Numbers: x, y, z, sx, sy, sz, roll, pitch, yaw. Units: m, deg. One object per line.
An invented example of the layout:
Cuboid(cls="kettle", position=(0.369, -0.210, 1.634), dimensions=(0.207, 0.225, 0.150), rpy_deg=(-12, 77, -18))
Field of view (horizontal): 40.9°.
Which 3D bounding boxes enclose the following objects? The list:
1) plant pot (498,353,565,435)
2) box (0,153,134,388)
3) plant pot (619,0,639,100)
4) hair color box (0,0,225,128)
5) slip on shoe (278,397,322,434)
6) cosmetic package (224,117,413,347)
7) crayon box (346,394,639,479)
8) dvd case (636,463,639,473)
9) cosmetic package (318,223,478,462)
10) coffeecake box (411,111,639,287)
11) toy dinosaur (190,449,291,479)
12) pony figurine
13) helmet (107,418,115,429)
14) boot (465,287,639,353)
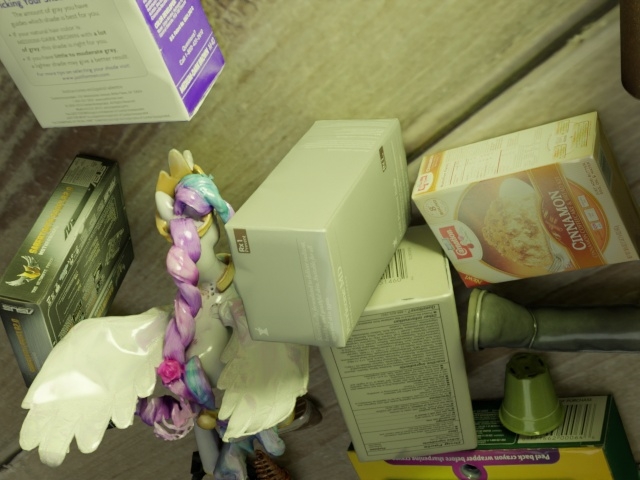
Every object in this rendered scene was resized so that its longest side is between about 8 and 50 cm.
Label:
Cuboid(cls="plant pot", position=(0.262, 0.188, 1.082), dimensions=(0.083, 0.083, 0.079), rpy_deg=(0, 123, 23))
Cuboid(cls="box", position=(-0.298, 0.039, 1.030), dimensions=(0.056, 0.231, 0.183), rpy_deg=(11, 139, 6))
Cuboid(cls="plant pot", position=(0.286, -0.231, 0.546), dimensions=(0.215, 0.215, 0.230), rpy_deg=(-6, 118, 27))
Cuboid(cls="hair color box", position=(-0.238, -0.267, 0.774), dimensions=(0.185, 0.110, 0.339), rpy_deg=(1, 137, 23))
Cuboid(cls="slip on shoe", position=(-0.055, 0.279, 1.327), dimensions=(0.135, 0.051, 0.041), rpy_deg=(-28, 131, 34))
Cuboid(cls="cosmetic package", position=(0.008, -0.016, 0.826), dimensions=(0.107, 0.238, 0.127), rpy_deg=(1, 122, 20))
Cuboid(cls="crayon box", position=(0.263, 0.373, 1.209), dimensions=(0.362, 0.106, 0.313), rpy_deg=(-9, 119, 31))
Cuboid(cls="dvd case", position=(0.389, 0.336, 1.228), dimensions=(0.119, 0.013, 0.087), rpy_deg=(9, 137, 15))
Cuboid(cls="cosmetic package", position=(0.091, 0.134, 1.025), dimensions=(0.160, 0.113, 0.309), rpy_deg=(-9, 136, 7))
Cuboid(cls="coffeecake box", position=(0.209, -0.035, 0.867), dimensions=(0.185, 0.068, 0.142), rpy_deg=(-12, 130, 33))
Cuboid(cls="toy dinosaur", position=(-0.119, 0.433, 1.477), dimensions=(0.218, 0.164, 0.322), rpy_deg=(6, 120, -5))
Cuboid(cls="pony figurine", position=(-0.133, 0.122, 0.981), dimensions=(0.302, 0.351, 0.363), rpy_deg=(-5, 138, 11))
Cuboid(cls="helmet", position=(-0.336, 0.196, 1.266), dimensions=(0.161, 0.169, 0.169), rpy_deg=(19, 142, 28))
Cuboid(cls="boot", position=(0.275, 0.096, 0.933), dimensions=(0.208, 0.076, 0.189), rpy_deg=(7, -179, 26))
